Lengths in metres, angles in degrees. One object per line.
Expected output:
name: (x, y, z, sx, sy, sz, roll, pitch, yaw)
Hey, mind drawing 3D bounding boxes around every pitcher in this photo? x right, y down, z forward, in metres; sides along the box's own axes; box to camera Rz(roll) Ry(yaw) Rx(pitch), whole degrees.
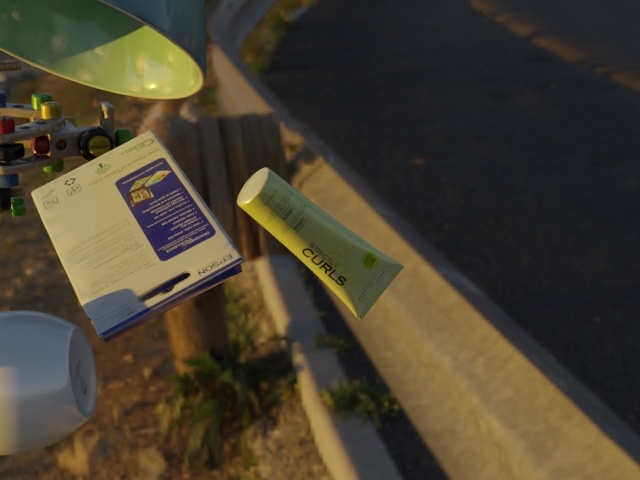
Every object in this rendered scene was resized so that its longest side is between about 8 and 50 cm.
pitcher: (-0.310, 0.113, 1.078, 0.207, 0.125, 0.178, -8, 41, 5)

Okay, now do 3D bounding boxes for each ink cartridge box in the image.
ink cartridge box: (-0.196, 0.002, 1.287, 0.165, 0.065, 0.332, -28, 35, -8)

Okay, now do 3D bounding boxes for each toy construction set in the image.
toy construction set: (-0.452, -0.216, 2.018, 0.237, 0.309, 0.257, -8, -4, -17)

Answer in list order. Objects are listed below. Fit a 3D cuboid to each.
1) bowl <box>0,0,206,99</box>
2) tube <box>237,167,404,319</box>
bowl: (-0.250, -0.291, 1.308, 0.311, 0.163, 0.311, 17, -13, 4)
tube: (0.000, 0.000, 1.546, 0.070, 0.240, 0.062, -31, 30, 36)
